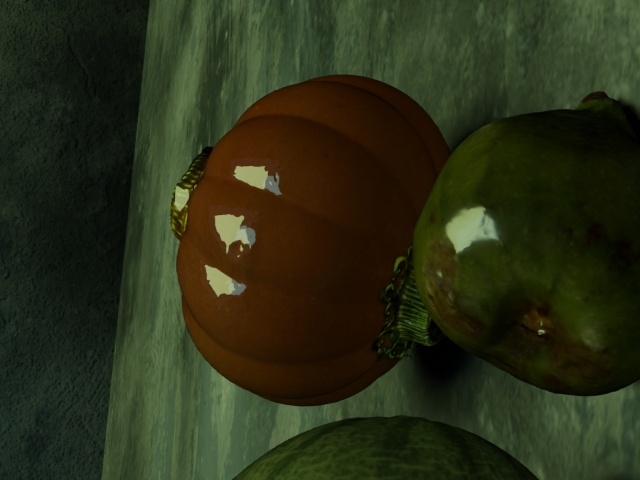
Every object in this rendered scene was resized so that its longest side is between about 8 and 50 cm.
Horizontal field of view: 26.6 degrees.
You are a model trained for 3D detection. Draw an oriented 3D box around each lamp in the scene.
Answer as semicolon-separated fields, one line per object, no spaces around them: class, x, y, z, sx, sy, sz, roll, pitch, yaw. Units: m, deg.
lamp;0.000;0.000;0.889;0.223;0.196;0.223;-53;-25;-37

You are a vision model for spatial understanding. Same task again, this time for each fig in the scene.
fig;0.123;0.000;0.661;0.185;0.133;0.127;-28;-63;-62

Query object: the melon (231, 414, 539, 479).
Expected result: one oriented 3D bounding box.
melon;0.023;0.231;0.626;0.237;0.237;0.302;-178;97;-74
